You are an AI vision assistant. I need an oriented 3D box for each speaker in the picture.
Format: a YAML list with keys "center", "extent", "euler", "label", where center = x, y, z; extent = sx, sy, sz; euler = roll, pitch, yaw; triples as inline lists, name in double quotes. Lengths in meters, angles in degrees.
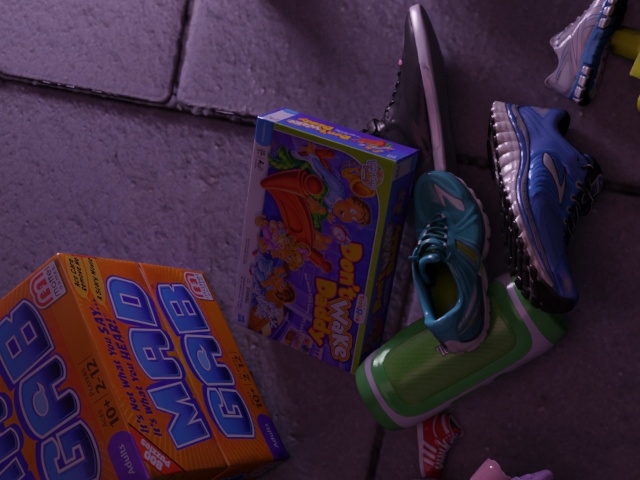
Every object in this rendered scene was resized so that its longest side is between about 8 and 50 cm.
- center: [0.199, 0.157, 1.493]
  extent: [0.296, 0.131, 0.131]
  euler: [-33, 75, 19]
  label: "speaker"

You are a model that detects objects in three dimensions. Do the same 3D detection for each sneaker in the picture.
- center: [0.115, -0.199, 1.556]
  extent: [0.147, 0.104, 0.296]
  euler: [-6, 90, 21]
  label: "sneaker"
- center: [0.315, -0.057, 1.403]
  extent: [0.147, 0.130, 0.330]
  euler: [-5, 60, 4]
  label: "sneaker"
- center: [0.182, 0.315, 1.550]
  extent: [0.067, 0.042, 0.118]
  euler: [-11, 82, 29]
  label: "sneaker"
- center: [0.173, 0.017, 1.423]
  extent: [0.107, 0.110, 0.275]
  euler: [-21, 58, 26]
  label: "sneaker"
- center: [0.368, -0.291, 1.458]
  extent: [0.083, 0.071, 0.191]
  euler: [26, 100, 30]
  label: "sneaker"

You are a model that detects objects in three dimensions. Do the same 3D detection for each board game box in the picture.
- center: [0.000, 0.000, 1.570]
  extent: [0.233, 0.078, 0.347]
  euler: [20, 116, 25]
  label: "board game box"
- center: [-0.340, 0.275, 1.615]
  extent: [0.356, 0.356, 0.356]
  euler: [-36, 69, 21]
  label: "board game box"

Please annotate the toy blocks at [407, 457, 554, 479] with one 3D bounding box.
- center: [0.285, 0.417, 1.413]
  extent: [0.260, 0.309, 0.288]
  euler: [-38, 94, -10]
  label: "toy blocks"

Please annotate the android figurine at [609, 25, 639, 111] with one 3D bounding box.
- center: [0.510, -0.263, 1.346]
  extent: [0.273, 0.056, 0.248]
  euler: [36, 110, 43]
  label: "android figurine"
